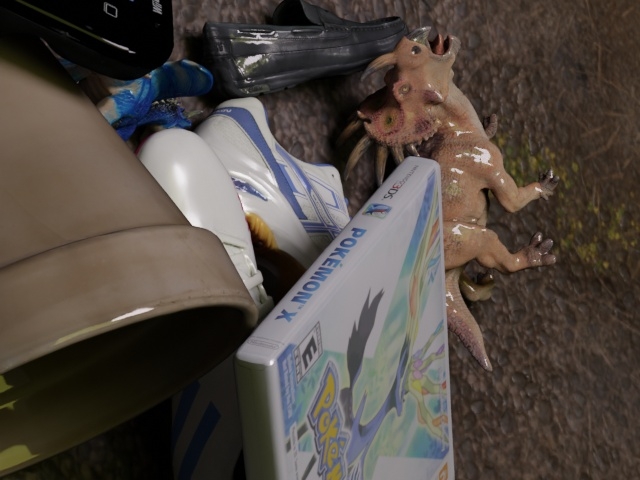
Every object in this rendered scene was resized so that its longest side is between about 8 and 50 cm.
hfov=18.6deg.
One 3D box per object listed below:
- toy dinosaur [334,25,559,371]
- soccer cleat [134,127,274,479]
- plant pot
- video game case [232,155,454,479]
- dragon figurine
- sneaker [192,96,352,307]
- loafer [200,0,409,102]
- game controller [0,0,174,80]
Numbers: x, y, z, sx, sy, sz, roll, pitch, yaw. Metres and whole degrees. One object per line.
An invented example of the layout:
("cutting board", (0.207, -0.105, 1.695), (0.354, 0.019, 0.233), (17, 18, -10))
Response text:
("toy dinosaur", (0.099, -0.034, 1.758), (0.200, 0.127, 0.296), (5, 88, -32))
("soccer cleat", (-0.064, 0.074, 1.520), (0.116, 0.143, 0.331), (-25, 114, -42))
("plant pot", (-0.243, -0.003, 1.360), (0.323, 0.323, 0.280), (-13, 71, -42))
("video game case", (0.029, 0.145, 1.523), (0.300, 0.036, 0.329), (-49, 142, -48))
("dragon figurine", (-0.141, -0.129, 1.497), (0.144, 0.289, 0.085), (-37, 85, -22))
("sneaker", (0.000, 0.000, 1.666), (0.296, 0.112, 0.131), (47, 52, -24))
("loafer", (-0.010, -0.178, 1.721), (0.223, 0.076, 0.078), (-17, 99, -38))
("game controller", (-0.185, -0.222, 1.401), (0.166, 0.067, 0.319), (16, 31, -16))
